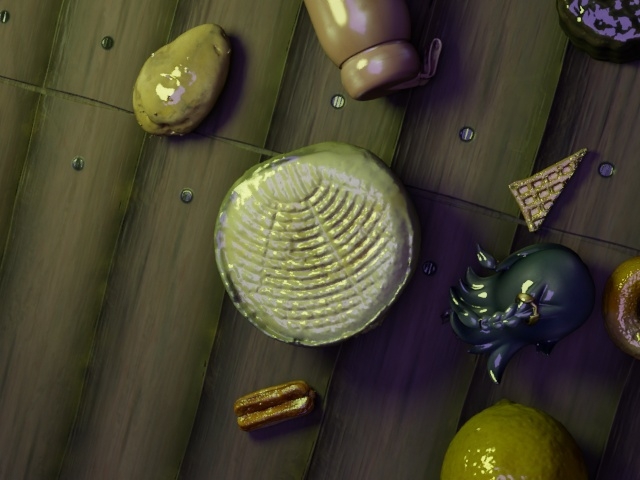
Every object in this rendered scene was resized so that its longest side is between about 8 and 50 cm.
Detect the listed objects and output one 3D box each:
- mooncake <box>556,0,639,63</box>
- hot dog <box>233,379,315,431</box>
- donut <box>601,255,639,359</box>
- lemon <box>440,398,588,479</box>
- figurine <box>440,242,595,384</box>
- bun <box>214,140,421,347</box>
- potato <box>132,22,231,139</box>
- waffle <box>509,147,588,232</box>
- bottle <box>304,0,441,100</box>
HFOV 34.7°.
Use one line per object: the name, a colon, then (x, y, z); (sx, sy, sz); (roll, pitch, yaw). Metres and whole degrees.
mooncake: (0.499, -0.412, 1.690); (0.228, 0.124, 0.228); (0, 89, 18)
hot dog: (-0.086, 0.309, 1.924); (0.165, 0.045, 0.071); (-20, 83, 17)
donut: (0.552, 0.115, 1.708); (0.162, 0.065, 0.178); (0, 90, 17)
lemon: (0.318, 0.407, 1.691); (0.267, 0.267, 0.267); (0, 91, 18)
figurine: (0.333, 0.111, 1.732); (0.265, 0.197, 0.175); (-39, 115, 11)
bun: (0.000, 0.003, 1.813); (0.364, 0.202, 0.364); (1, 93, 11)
potato: (-0.258, -0.297, 1.930); (0.235, 0.128, 0.161); (-32, 85, 10)
waffle: (0.413, -0.087, 1.773); (0.153, 0.023, 0.097); (-28, 84, 15)
bottle: (0.086, -0.401, 1.804); (0.206, 0.173, 0.296); (-18, 84, -17)
